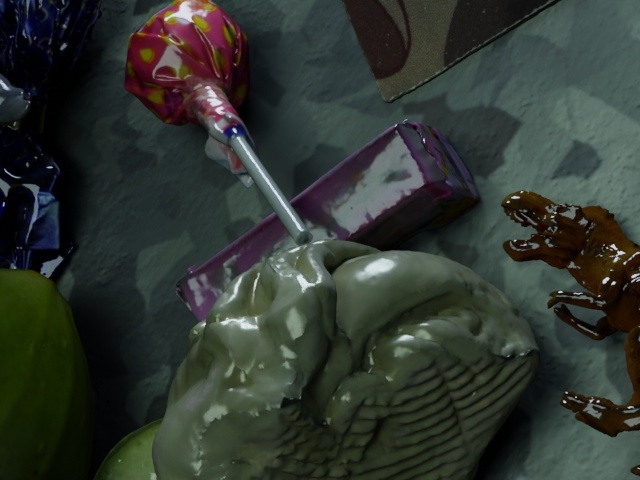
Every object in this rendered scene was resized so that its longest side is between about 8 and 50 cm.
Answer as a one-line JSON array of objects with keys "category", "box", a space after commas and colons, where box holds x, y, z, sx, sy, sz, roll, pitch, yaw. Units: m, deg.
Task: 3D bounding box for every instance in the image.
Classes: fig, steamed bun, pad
[{"category": "fig", "box": [-0.336, 0.161, 1.725, 0.316, 0.316, 0.316, -8, 74, 28]}, {"category": "steamed bun", "box": [0.001, 0.120, 1.548, 0.206, 0.320, 0.275, 54, 141, 46]}, {"category": "pad", "box": [0.093, -0.314, 1.755, 0.220, 0.004, 0.330, -31, 64, 20]}]

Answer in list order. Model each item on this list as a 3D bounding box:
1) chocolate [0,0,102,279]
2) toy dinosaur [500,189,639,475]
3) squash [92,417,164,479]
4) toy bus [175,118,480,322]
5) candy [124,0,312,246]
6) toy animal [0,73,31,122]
[{"category": "chocolate", "box": [-0.300, -0.110, 1.875, 0.148, 0.126, 0.343, 9, 89, -4]}, {"category": "toy dinosaur", "box": [0.303, 0.096, 1.480, 0.432, 0.097, 0.208, 24, 76, 27]}, {"category": "squash", "box": [-0.105, 0.279, 1.691, 0.252, 0.049, 0.252, -8, 73, 27]}, {"category": "toy bus", "box": [0.000, 0.001, 1.670, 0.274, 0.112, 0.090, -36, 70, 17]}, {"category": "candy", "box": [-0.079, -0.100, 1.681, 0.124, 0.124, 0.365, -48, 40, 11]}, {"category": "toy animal", "box": [-0.387, -0.198, 1.834, 0.206, 0.081, 0.367, -44, 55, 28]}]
